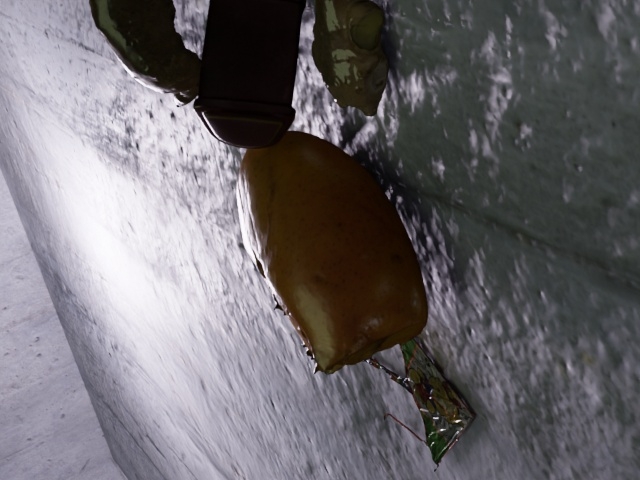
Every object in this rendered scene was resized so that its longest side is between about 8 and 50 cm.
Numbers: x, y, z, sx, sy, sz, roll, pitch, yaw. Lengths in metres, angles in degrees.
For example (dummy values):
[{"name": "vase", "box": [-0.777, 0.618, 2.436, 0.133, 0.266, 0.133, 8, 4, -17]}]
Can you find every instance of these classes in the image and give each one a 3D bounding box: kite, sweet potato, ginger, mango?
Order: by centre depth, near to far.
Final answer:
[{"name": "ginger", "box": [0.022, -0.172, 0.717, 0.069, 0.051, 0.173, 43, 151, 35]}, {"name": "mango", "box": [0.000, 0.000, 0.843, 0.154, 0.126, 0.252, 92, 153, -52]}, {"name": "kite", "box": [0.079, 0.138, 0.963, 0.244, 0.006, 0.198, 20, 132, 59]}, {"name": "sweet potato", "box": [-0.195, -0.275, 1.024, 0.124, 0.098, 0.310, 22, 134, 30]}]

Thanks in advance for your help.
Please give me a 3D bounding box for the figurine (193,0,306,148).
[{"name": "figurine", "box": [-0.056, -0.153, 0.837, 0.098, 0.082, 0.154, 90, -176, -68]}]
